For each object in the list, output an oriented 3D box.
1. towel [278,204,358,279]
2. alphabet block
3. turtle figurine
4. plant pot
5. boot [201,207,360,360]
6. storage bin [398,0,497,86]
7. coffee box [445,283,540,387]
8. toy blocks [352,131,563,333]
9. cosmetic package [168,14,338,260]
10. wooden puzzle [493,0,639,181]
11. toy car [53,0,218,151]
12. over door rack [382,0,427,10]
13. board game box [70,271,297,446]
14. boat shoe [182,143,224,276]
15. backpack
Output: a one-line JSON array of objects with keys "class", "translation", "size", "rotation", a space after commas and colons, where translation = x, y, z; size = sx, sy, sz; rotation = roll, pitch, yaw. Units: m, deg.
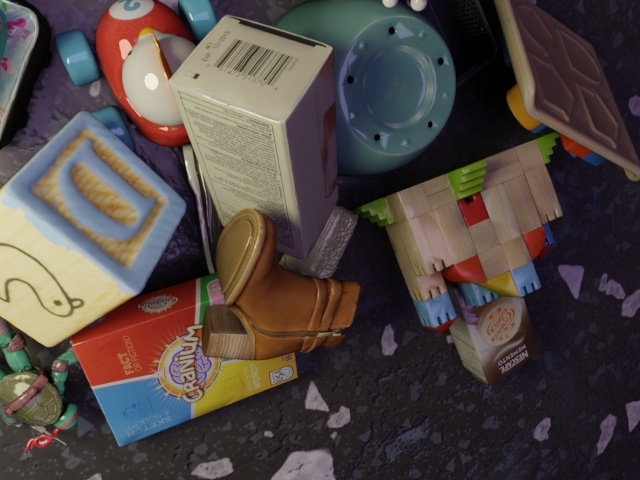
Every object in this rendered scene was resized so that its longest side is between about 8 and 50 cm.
[{"class": "towel", "translation": [0.000, 0.000, 0.987], "size": [0.110, 0.027, 0.148], "rotation": [24, 94, -26]}, {"class": "alphabet block", "translation": [-0.328, -0.012, 0.718], "size": [0.197, 0.193, 0.192], "rotation": [-30, 117, 29]}, {"class": "turtle figurine", "translation": [-0.426, 0.210, 0.824], "size": [0.175, 0.118, 0.234], "rotation": [-41, 109, -8]}, {"class": "plant pot", "translation": [0.064, -0.230, 0.840], "size": [0.293, 0.235, 0.293], "rotation": [-6, 106, -21]}, {"class": "boot", "translation": [-0.038, 0.073, 0.777], "size": [0.220, 0.109, 0.283], "rotation": [2, 128, -22]}, {"class": "storage bin", "translation": [0.205, -0.363, 0.946], "size": [0.122, 0.084, 0.180], "rotation": [-37, 113, -9]}, {"class": "coffee box", "translation": [0.337, 0.150, 1.123], "size": [0.141, 0.098, 0.246], "rotation": [-30, 113, -12]}, {"class": "toy blocks", "translation": [0.282, -0.003, 0.970], "size": [0.381, 0.191, 0.260], "rotation": [-22, 93, -17]}, {"class": "cosmetic package", "translation": [-0.067, -0.118, 0.723], "size": [0.153, 0.296, 0.129], "rotation": [22, 63, 14]}, {"class": "wooden puzzle", "translation": [0.413, -0.279, 0.974], "size": [0.348, 0.080, 0.322], "rotation": [20, 53, -32]}, {"class": "toy car", "translation": [-0.209, -0.227, 0.720], "size": [0.219, 0.238, 0.210], "rotation": [-25, 105, -15]}, {"class": "over door rack", "translation": [0.061, -0.411, 0.745], "size": [0.324, 0.240, 0.108], "rotation": [-51, 161, -40]}, {"class": "board game box", "translation": [-0.202, 0.178, 0.892], "size": [0.317, 0.064, 0.242], "rotation": [-18, 128, -17]}, {"class": "boat shoe", "translation": [-0.165, -0.044, 0.877], "size": [0.069, 0.081, 0.227], "rotation": [-12, 105, -15]}, {"class": "backpack", "translation": [-0.484, -0.226, 0.647], "size": [0.254, 0.191, 0.225], "rotation": [24, 102, -18]}]
